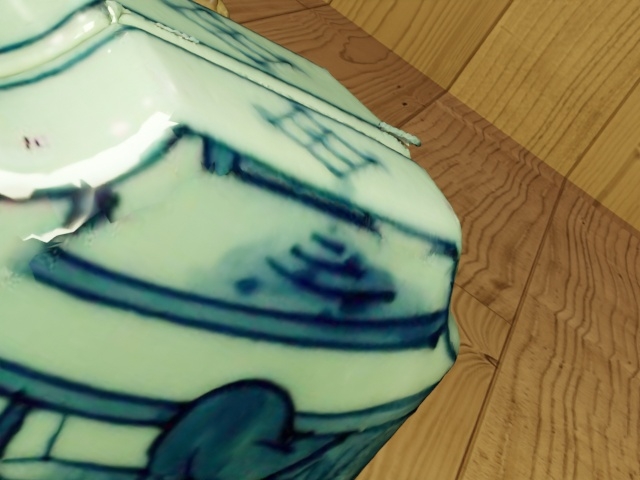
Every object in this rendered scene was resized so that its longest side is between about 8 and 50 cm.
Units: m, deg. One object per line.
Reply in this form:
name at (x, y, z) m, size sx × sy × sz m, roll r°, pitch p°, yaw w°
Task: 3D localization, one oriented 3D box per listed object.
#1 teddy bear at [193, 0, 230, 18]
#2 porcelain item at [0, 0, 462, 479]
teddy bear at (-0.107, -0.069, 1.184) m, size 0.246 × 0.296 × 0.222 m, roll 24°, pitch 31°, yaw 21°
porcelain item at (-0.100, 0.040, 0.743) m, size 0.281 × 0.286 × 0.157 m, roll 24°, pitch 22°, yaw -46°
